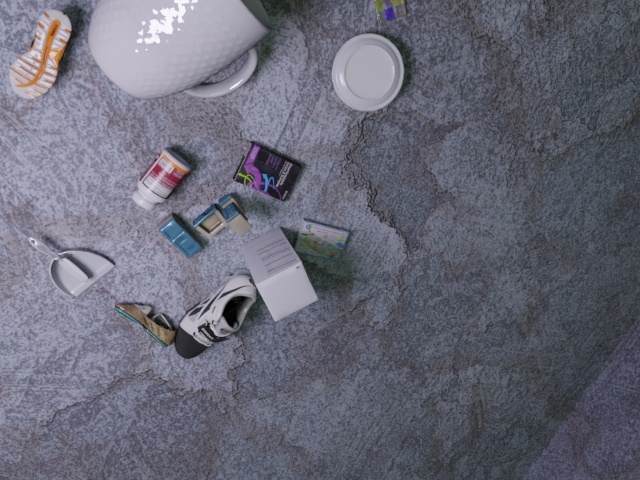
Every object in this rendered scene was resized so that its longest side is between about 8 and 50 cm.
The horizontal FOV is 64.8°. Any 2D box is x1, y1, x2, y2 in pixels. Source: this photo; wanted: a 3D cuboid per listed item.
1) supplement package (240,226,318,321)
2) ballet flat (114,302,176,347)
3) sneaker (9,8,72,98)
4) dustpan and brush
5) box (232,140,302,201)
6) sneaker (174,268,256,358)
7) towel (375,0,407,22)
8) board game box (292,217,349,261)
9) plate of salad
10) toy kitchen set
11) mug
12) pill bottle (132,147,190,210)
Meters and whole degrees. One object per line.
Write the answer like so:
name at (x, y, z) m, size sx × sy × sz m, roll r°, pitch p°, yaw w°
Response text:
supplement package at (-0.120, 0.087, 1.407) m, size 0.134 × 0.244 × 0.139 m, roll -26°, pitch 118°, yaw -6°
ballet flat at (-0.497, 0.227, 1.453) m, size 0.206 × 0.073 × 0.067 m, roll 50°, pitch 64°, yaw -32°
sneaker at (-0.606, -0.407, 1.113) m, size 0.084 × 0.083 × 0.215 m, roll 32°, pitch 105°, yaw -28°
dustpan and brush at (-0.664, 0.055, 1.310) m, size 0.147 × 0.060 × 0.211 m, roll -39°, pitch 120°, yaw 1°
box at (-0.145, -0.188, 1.398) m, size 0.162 × 0.029 × 0.116 m, roll 21°, pitch 105°, yaw -27°
sneaker at (-0.308, 0.238, 1.470) m, size 0.122 × 0.146 × 0.330 m, roll 35°, pitch 100°, yaw -30°
towel at (0.186, -0.614, 1.331) m, size 0.083 × 0.009 × 0.060 m, roll -20°, pitch 119°, yaw -10°
board game box at (0.000, 0.000, 1.534) m, size 0.154 × 0.026 × 0.103 m, roll 14°, pitch 108°, yaw -24°
plate of salad at (0.127, -0.452, 1.363) m, size 0.200 × 0.048 × 0.200 m, roll -3°, pitch 108°, yaw -8°
toy kitchen set at (-0.307, -0.037, 1.331) m, size 0.207 × 0.166 × 0.122 m, roll -40°, pitch 120°, yaw 1°
mug at (-0.291, -0.451, 1.112) m, size 0.328 × 0.276 × 0.374 m, roll -31°, pitch 151°, yaw 16°
pill bottle at (-0.410, -0.154, 1.290) m, size 0.086 × 0.086 × 0.152 m, roll 37°, pitch 98°, yaw -29°
